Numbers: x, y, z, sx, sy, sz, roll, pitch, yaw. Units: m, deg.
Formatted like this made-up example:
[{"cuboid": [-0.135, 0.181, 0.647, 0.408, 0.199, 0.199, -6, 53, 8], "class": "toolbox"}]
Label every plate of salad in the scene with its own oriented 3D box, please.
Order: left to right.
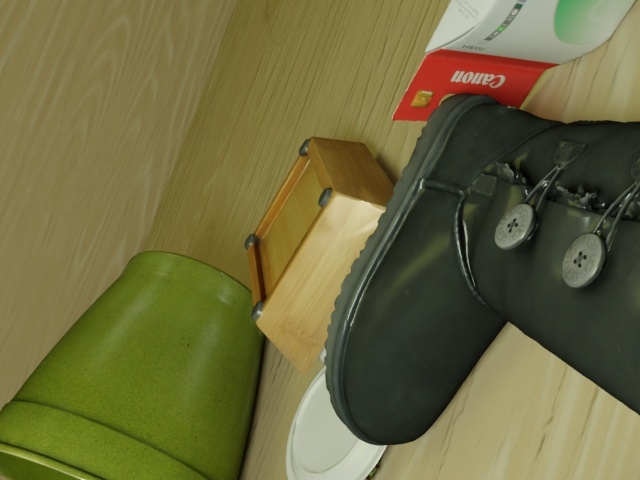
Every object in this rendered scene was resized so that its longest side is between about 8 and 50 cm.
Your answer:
[{"cuboid": [0.030, 0.208, 0.979, 0.200, 0.048, 0.200, -40, 31, 30], "class": "plate of salad"}]

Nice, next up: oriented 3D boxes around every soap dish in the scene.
[{"cuboid": [0.000, 0.000, 1.090, 0.229, 0.118, 0.291, -58, 18, 15], "class": "soap dish"}]

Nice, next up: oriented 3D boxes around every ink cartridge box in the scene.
[{"cuboid": [0.191, -0.189, 0.816, 0.056, 0.181, 0.224, 54, 133, 36], "class": "ink cartridge box"}]

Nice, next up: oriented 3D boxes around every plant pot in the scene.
[{"cuboid": [-0.246, 0.218, 1.242, 0.366, 0.366, 0.353, -29, 33, 56], "class": "plant pot"}]

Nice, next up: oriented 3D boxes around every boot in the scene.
[{"cuboid": [0.188, 0.077, 0.667, 0.445, 0.146, 0.367, 29, 105, 59], "class": "boot"}]
